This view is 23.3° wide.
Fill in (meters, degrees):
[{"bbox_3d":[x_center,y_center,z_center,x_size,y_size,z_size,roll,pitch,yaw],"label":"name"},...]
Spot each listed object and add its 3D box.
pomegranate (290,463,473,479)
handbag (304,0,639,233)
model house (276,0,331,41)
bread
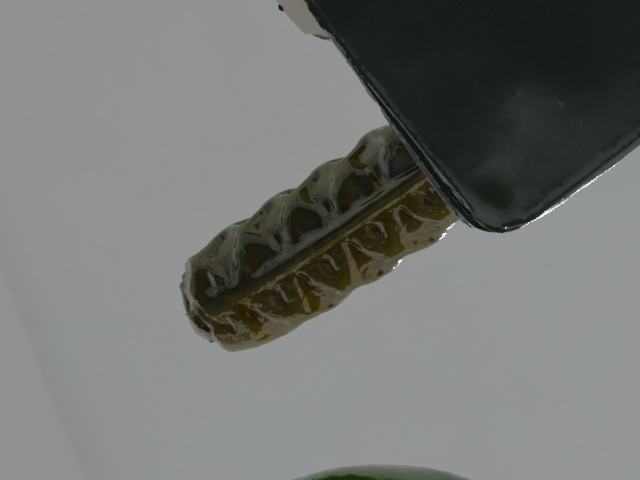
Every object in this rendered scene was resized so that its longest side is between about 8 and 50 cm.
[{"bbox_3d":[0.060,0.251,1.085,0.310,0.216,0.358,6,-33,-19],"label":"pomegranate"},{"bbox_3d":[0.143,-0.163,1.029,0.260,0.079,0.247,-37,-99,3],"label":"handbag"},{"bbox_3d":[-0.006,-0.272,1.174,0.136,0.219,0.207,-37,-79,-4],"label":"model house"},{"bbox_3d":[-0.001,-0.001,1.237,0.269,0.087,0.098,-33,-63,22],"label":"bread"}]
